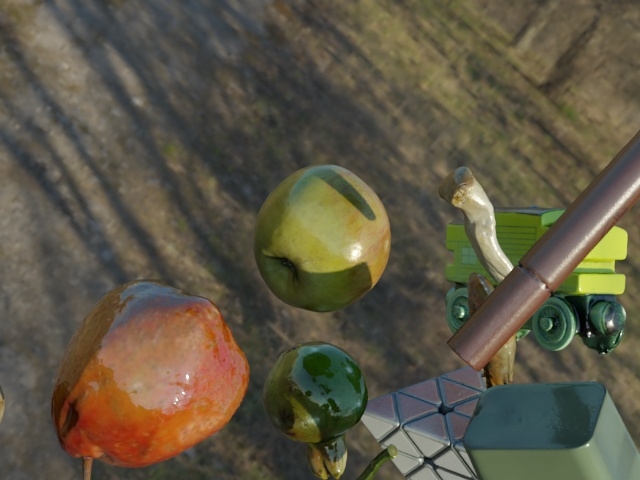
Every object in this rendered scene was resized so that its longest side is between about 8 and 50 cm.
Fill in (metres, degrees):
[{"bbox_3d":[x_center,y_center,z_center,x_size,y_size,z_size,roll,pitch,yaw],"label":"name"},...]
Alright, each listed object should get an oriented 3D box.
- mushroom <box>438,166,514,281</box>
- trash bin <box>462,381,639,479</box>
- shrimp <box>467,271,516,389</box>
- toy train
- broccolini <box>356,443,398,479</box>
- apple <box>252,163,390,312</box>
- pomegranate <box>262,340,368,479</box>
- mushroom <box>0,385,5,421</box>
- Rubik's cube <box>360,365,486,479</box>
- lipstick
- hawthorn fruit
[{"bbox_3d":[0.234,-0.014,1.706,0.202,0.054,0.059,62,-15,-24],"label":"mushroom"},{"bbox_3d":[0.372,0.373,1.725,0.343,0.223,0.158,62,40,-27],"label":"trash bin"},{"bbox_3d":[0.309,0.185,2.109,0.154,0.062,0.294,-120,-162,-58],"label":"shrimp"},{"bbox_3d":[0.406,0.069,2.236,0.179,0.272,0.442,2,1,-35],"label":"toy train"},{"bbox_3d":[0.074,0.398,1.909,0.051,0.239,0.054,-5,56,-32],"label":"broccolini"},{"bbox_3d":[0.000,0.000,1.995,0.261,0.261,0.194,44,53,8],"label":"apple"},{"bbox_3d":[-0.022,0.305,2.089,0.190,0.240,0.159,20,13,9],"label":"pomegranate"},{"bbox_3d":[-0.475,0.240,1.393,0.207,0.207,0.215,-50,129,-72],"label":"mushroom"},{"bbox_3d":[0.240,0.384,2.301,0.228,0.233,0.229,66,15,18],"label":"Rubik's cube"},{"bbox_3d":[0.286,0.007,1.369,0.057,0.356,0.057,42,5,-5],"label":"lipstick"},{"bbox_3d":[-0.216,0.176,1.357,0.210,0.262,0.210,30,-28,18],"label":"hawthorn fruit"}]
